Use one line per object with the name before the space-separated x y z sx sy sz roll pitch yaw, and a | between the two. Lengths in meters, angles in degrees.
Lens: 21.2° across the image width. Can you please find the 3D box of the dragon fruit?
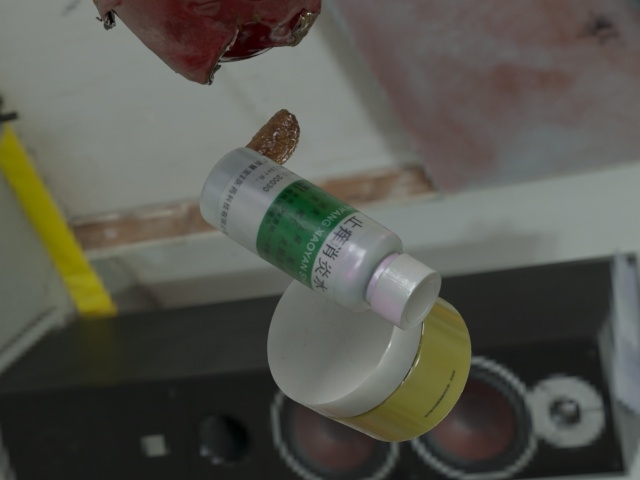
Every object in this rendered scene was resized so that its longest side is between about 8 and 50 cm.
dragon fruit | -0.105 -0.276 1.604 0.315 0.250 0.250 95 2 -58

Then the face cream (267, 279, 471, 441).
face cream | 0.067 0.145 2.300 0.179 0.218 0.218 30 53 -44

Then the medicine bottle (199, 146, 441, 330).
medicine bottle | 0.000 0.000 1.731 0.095 0.260 0.095 -44 152 -31

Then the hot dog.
hot dog | -0.056 -0.110 1.940 0.083 0.058 0.035 -50 123 -8
